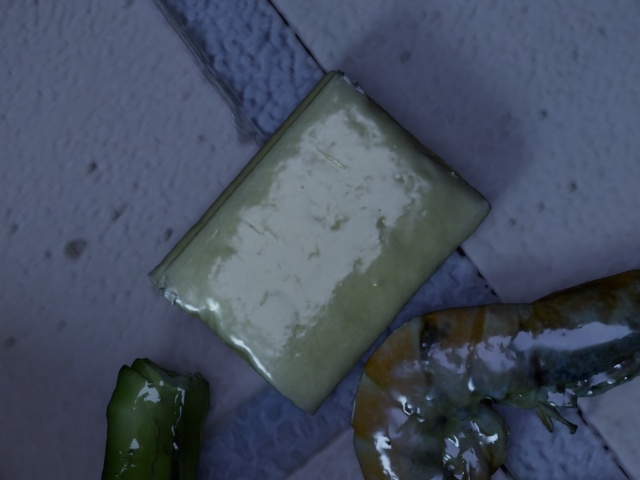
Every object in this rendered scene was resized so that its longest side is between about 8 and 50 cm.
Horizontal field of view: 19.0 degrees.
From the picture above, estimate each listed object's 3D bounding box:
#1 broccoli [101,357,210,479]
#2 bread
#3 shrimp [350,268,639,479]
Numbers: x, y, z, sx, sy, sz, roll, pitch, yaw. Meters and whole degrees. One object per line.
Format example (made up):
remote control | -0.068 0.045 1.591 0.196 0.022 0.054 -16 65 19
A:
broccoli | -0.122 0.209 1.114 0.177 0.198 0.274 7 91 5
bread | 0.000 0.000 1.174 0.139 0.060 0.178 40 93 4
shrimp | 0.166 0.105 1.168 0.296 0.058 0.169 -15 96 8
